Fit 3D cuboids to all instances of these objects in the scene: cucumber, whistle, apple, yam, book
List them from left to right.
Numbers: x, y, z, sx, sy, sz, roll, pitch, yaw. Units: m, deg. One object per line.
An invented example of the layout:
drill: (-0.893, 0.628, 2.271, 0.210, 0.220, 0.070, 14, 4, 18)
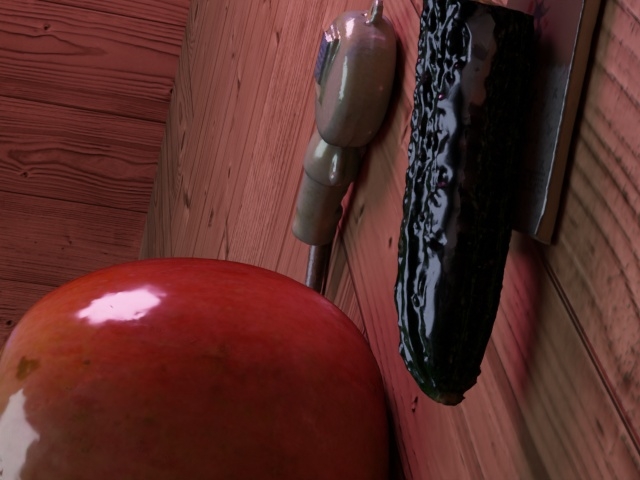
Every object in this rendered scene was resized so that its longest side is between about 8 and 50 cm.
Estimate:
apple: (-0.124, 0.183, 1.078, 0.364, 0.364, 0.363, -171, 90, -77)
yam: (0.000, 0.000, 1.350, 0.021, 0.021, 0.116, 179, 100, -77)
whistle: (0.017, -0.109, 1.252, 0.126, 0.067, 0.258, -97, 18, -54)
cucumber: (0.082, -0.035, 0.816, 0.077, 0.077, 0.265, -179, 97, -77)
book: (0.134, -0.104, 0.837, 0.138, 0.016, 0.198, -143, 62, -75)
